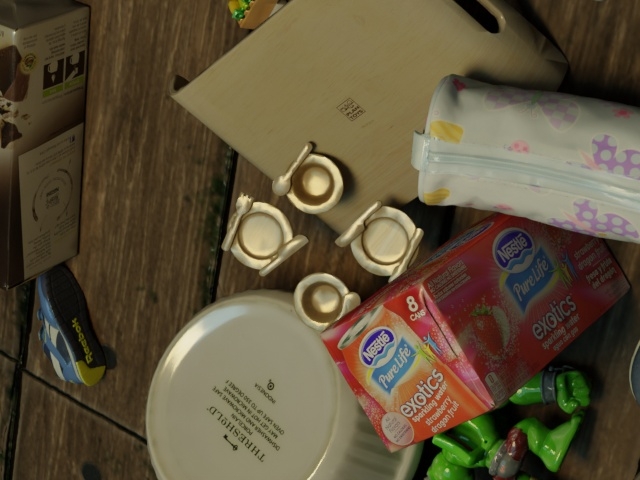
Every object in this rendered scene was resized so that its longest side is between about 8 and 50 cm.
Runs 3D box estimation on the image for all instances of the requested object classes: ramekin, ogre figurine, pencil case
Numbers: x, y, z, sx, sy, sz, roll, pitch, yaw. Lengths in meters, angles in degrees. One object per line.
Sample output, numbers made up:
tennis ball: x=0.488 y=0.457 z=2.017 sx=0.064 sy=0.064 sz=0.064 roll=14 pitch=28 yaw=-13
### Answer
ramekin: x=-0.045 y=0.168 z=1.731 sx=0.273 sy=0.127 sz=0.272 roll=-8 pitch=72 yaw=26
ogre figurine: x=0.170 y=0.191 z=1.681 sx=0.118 sy=0.097 sz=0.197 roll=25 pitch=135 yaw=13
pencil case: x=0.215 y=-0.058 z=1.476 sx=0.273 sy=0.124 sz=0.113 roll=13 pitch=124 yaw=13

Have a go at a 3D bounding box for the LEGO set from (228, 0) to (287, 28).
LEGO set: x=-0.010 y=-0.273 z=1.608 sx=0.287 sy=0.107 sz=0.132 roll=-14 pitch=100 yaw=40

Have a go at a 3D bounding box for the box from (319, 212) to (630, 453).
box: x=0.136 y=0.060 z=1.541 sx=0.128 sy=0.257 sz=0.122 roll=-29 pitch=92 yaw=41

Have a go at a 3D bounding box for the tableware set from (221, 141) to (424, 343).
tableware set: x=0.000 y=0.000 z=1.637 sx=0.169 sy=0.020 sz=0.141 roll=41 pitch=109 yaw=3

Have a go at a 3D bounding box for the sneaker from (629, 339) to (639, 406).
sneaker: x=0.362 y=0.069 z=1.446 sx=0.131 sy=0.148 sz=0.350 roll=54 pitch=131 yaw=5

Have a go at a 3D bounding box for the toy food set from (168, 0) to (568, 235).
toy food set: x=0.036 y=-0.146 z=1.614 sx=0.220 sy=0.092 sz=0.306 roll=40 pitch=131 yaw=-19

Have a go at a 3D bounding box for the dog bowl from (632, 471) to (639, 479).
dog bowl: x=0.385 y=0.347 z=1.580 sx=0.349 sy=0.102 sz=0.348 roll=16 pitch=119 yaw=32

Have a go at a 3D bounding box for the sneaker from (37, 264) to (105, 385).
sneaker: x=-0.291 y=0.096 z=2.018 sx=0.059 sy=0.053 sz=0.144 roll=-6 pitch=104 yaw=41

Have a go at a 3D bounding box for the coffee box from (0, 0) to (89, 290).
coffee box: x=-0.350 y=-0.120 z=1.925 sx=0.168 sy=0.119 sz=0.297 roll=21 pitch=121 yaw=28
